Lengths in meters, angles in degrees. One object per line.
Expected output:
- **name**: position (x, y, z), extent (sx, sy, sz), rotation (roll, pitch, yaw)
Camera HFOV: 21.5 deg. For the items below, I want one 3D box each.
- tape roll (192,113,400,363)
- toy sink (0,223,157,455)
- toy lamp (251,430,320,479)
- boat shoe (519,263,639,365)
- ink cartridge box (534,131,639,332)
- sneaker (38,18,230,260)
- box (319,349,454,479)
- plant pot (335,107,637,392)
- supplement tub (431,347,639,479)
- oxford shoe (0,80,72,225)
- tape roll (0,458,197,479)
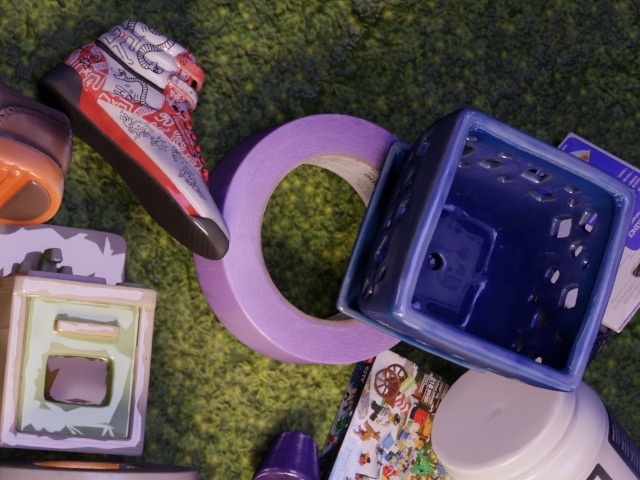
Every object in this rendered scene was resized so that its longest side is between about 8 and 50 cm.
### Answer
- **tape roll**: position (0.000, 0.000, 1.874), extent (0.274, 0.090, 0.275), rotation (1, 87, -26)
- **toy sink**: position (-0.260, 0.097, 1.721), extent (0.152, 0.131, 0.234), rotation (8, 83, -25)
- **toy lamp**: position (-0.052, 0.325, 1.786), extent (0.080, 0.080, 0.275), rotation (33, 45, -20)
- **boat shoe**: position (0.299, 0.096, 2.007), extent (0.103, 0.092, 0.285), rotation (40, 71, -18)
- **ink cartridge box**: position (0.320, -0.004, 1.983), extent (0.208, 0.045, 0.206), rotation (31, 67, 27)
- **sneaker**: position (-0.155, -0.115, 1.777), extent (0.270, 0.090, 0.145), rotation (45, 66, 6)
- **box**: position (0.081, 0.257, 1.920), extent (0.159, 0.044, 0.233), rotation (27, 76, -21)
- **plant pot**: position (0.159, 0.016, 1.782), extent (0.236, 0.212, 0.236), rotation (24, 77, -22)
- **supplement tub**: position (0.264, 0.268, 1.895), extent (0.191, 0.191, 0.272), rotation (-53, 124, -19)
- **oxford shoe**: position (-0.422, -0.138, 1.687), extent (0.363, 0.130, 0.133), rotation (25, 48, -19)
- **tape roll**: position (-0.233, 0.258, 1.674), extent (0.219, 0.219, 0.072), rotation (6, 84, -25)
